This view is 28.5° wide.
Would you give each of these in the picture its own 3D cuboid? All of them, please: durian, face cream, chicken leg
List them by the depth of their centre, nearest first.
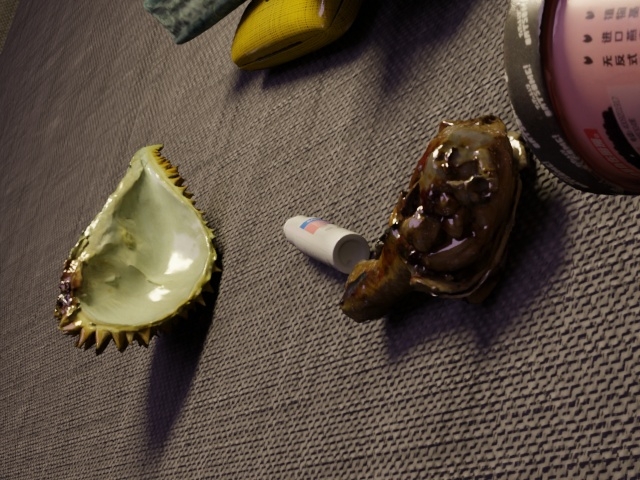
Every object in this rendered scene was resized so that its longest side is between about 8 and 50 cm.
[{"bbox_3d":[0.077,-0.002,0.858,0.125,0.080,0.196,-87,22,-57],"label":"chicken leg"},{"bbox_3d":[0.000,0.000,1.047,0.034,0.034,0.130,-67,24,0],"label":"face cream"},{"bbox_3d":[-0.186,0.022,1.279,0.144,0.139,0.252,-25,27,55],"label":"durian"}]

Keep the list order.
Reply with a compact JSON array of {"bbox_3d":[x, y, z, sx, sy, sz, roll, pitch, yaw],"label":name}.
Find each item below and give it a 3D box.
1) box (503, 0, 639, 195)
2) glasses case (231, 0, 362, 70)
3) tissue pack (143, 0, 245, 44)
[{"bbox_3d":[0.189,-0.094,0.621,0.135,0.151,0.151,9,77,56],"label":"box"},{"bbox_3d":[-0.027,-0.221,1.256,0.234,0.064,0.079,-5,62,64],"label":"glasses case"},{"bbox_3d":[-0.061,-0.319,1.328,0.185,0.081,0.257,-49,13,-30],"label":"tissue pack"}]
